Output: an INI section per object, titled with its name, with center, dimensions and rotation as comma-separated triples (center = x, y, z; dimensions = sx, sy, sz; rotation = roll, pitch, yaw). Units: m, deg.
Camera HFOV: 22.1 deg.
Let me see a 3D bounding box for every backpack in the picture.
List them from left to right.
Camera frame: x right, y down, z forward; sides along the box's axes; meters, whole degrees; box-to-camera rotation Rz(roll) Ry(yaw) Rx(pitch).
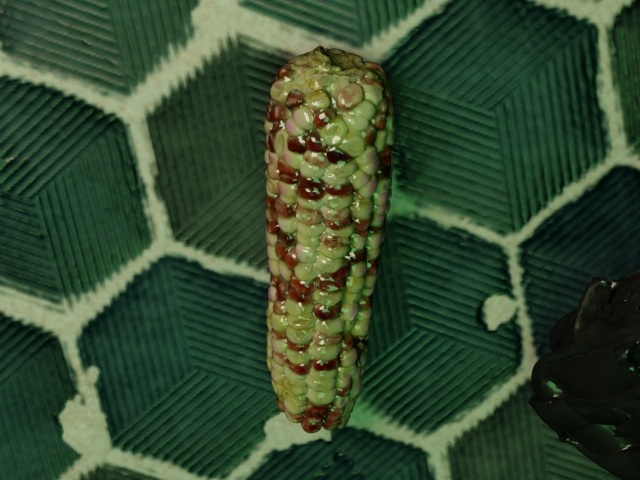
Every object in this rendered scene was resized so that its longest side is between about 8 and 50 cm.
[backpack]
center = 0.251, 0.106, 1.142
dimensions = 0.206, 0.258, 0.133
rotation = 45, 64, -9

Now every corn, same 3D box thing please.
[corn]
center = 0.000, 0.000, 1.148
dimensions = 0.092, 0.092, 0.280
rotation = 4, 113, -4

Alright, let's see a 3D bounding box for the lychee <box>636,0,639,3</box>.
[lychee]
center = 0.214, -0.274, 0.964
dimensions = 0.271, 0.271, 0.271
rotation = -1, 111, -3
